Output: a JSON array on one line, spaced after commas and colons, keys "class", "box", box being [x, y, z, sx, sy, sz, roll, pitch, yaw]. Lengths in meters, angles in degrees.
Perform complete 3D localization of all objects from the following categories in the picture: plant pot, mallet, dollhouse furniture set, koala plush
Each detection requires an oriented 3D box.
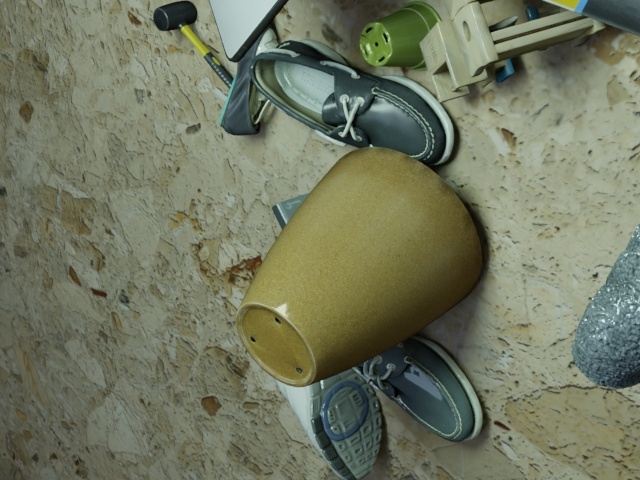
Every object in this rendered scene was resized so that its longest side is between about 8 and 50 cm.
[{"class": "plant pot", "box": [0.090, -0.237, 1.166, 0.083, 0.079, 0.083, 21, 119, 42]}, {"class": "mallet", "box": [-0.166, -0.284, 1.469, 0.190, 0.062, 0.039, 45, 137, 6]}, {"class": "dollhouse furniture set", "box": [0.188, -0.243, 1.051, 0.183, 0.129, 0.129, 151, 102, -81]}, {"class": "koala plush", "box": [0.370, 0.094, 0.924, 0.221, 0.203, 0.196, 32, 128, 21]}, {"class": "plant pot", "box": [0.026, 0.053, 1.177, 0.237, 0.254, 0.237, 27, 139, 27]}]

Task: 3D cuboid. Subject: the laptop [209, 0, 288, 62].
[{"class": "laptop", "box": [-0.142, -0.452, 0.950, 0.382, 0.236, 0.408, -40, 62, 48]}]

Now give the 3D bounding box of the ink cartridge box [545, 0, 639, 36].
[{"class": "ink cartridge box", "box": [0.247, -0.351, 0.841, 0.303, 0.072, 0.307, 21, 129, 1]}]

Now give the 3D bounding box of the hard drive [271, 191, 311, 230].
[{"class": "hard drive", "box": [0.000, 0.000, 1.346, 0.022, 0.094, 0.135, -36, 78, 49]}]

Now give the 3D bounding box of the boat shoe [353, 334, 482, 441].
[{"class": "boat shoe", "box": [0.077, 0.164, 1.323, 0.319, 0.099, 0.116, 43, 132, 28]}]

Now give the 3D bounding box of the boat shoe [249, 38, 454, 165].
[{"class": "boat shoe", "box": [0.032, -0.168, 1.247, 0.302, 0.091, 0.114, 29, 125, 38]}]

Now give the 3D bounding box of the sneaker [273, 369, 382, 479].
[{"class": "sneaker", "box": [-0.006, 0.214, 1.453, 0.297, 0.111, 0.129, 65, 155, 12]}]

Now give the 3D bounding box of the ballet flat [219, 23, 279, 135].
[{"class": "ballet flat", "box": [-0.088, -0.238, 1.379, 0.074, 0.074, 0.203, 34, 122, 34]}]
